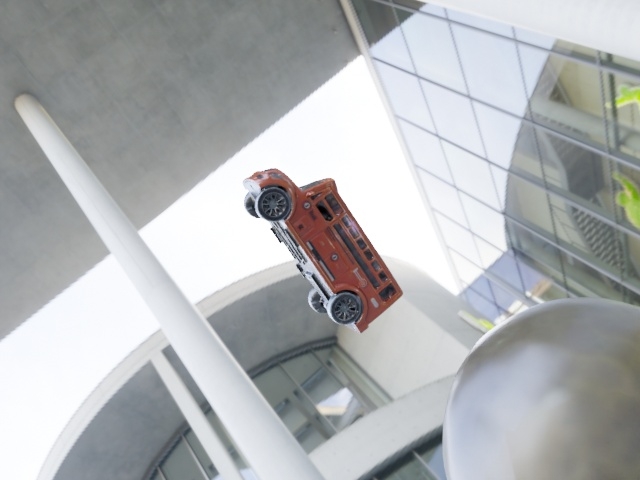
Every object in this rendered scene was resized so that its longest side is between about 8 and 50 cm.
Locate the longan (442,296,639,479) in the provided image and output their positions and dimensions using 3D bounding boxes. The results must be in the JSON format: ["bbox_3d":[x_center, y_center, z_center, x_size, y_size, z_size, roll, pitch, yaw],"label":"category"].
[{"bbox_3d":[0.177,0.141,0.428,0.198,0.198,0.212,33,-118,-44],"label":"longan"}]

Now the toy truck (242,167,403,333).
[{"bbox_3d":[0.000,0.000,0.877,0.114,0.107,0.252,-36,-77,-11],"label":"toy truck"}]
